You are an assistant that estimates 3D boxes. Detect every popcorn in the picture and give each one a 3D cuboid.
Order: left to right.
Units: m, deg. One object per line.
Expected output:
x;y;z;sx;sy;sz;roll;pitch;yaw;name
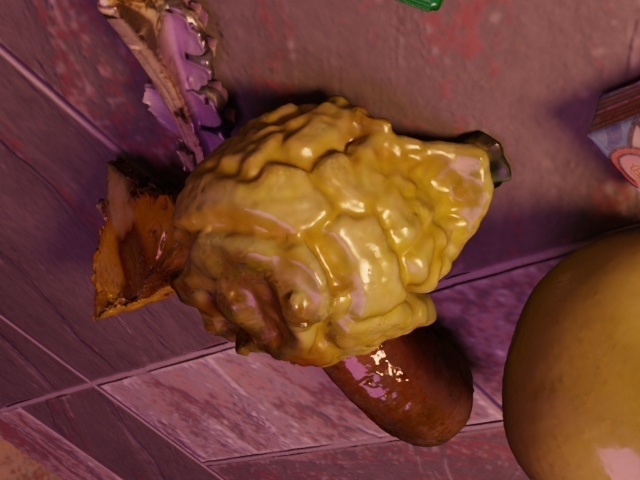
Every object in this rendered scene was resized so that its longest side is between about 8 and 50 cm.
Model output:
-0.005;0.006;0.991;0.293;0.237;0.293;20;143;15;popcorn

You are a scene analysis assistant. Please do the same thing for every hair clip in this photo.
-0.148;-0.164;1.005;0.106;0.085;0.292;7;147;18;hair clip

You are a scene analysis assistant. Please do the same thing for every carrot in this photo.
0.060;0.133;1.216;0.302;0.139;0.138;38;144;-17;carrot

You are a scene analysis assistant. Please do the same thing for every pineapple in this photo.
-0.193;-0.018;1.227;0.250;0.139;0.164;-48;62;40;pineapple

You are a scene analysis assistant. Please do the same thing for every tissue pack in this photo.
0.312;-0.087;0.809;0.115;0.065;0.155;42;143;-21;tissue pack

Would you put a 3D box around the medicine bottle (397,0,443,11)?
-0.039;-0.259;0.799;0.309;0.076;0.111;24;152;4;medicine bottle

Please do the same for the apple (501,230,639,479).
0.305;0.135;0.916;0.292;0.292;0.254;31;161;-7;apple
